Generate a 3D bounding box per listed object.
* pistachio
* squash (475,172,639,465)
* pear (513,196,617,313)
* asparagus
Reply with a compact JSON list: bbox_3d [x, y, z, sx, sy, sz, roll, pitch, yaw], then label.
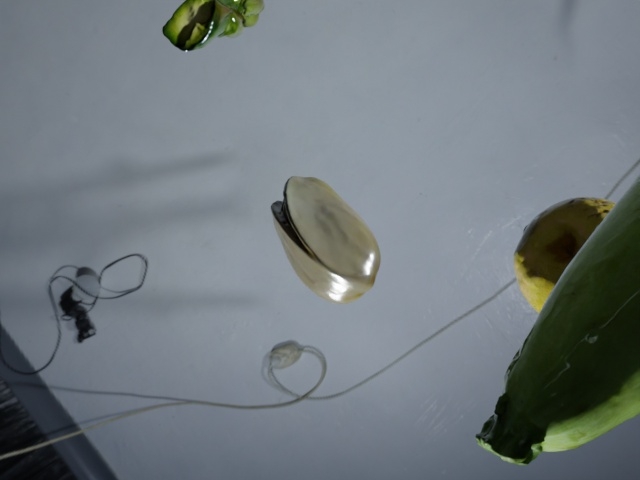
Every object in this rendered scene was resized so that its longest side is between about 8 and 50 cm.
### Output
[{"bbox_3d":[0.000,0.000,0.990,0.288,0.197,0.166,47,111,33],"label":"pistachio"},{"bbox_3d":[0.247,0.017,0.359,0.118,0.118,0.370,43,79,5],"label":"squash"},{"bbox_3d":[0.513,0.049,1.010,0.270,0.271,0.272,1,95,11],"label":"pear"},{"bbox_3d":[-0.122,-0.309,0.696,0.080,0.287,0.080,4,119,8],"label":"asparagus"}]
